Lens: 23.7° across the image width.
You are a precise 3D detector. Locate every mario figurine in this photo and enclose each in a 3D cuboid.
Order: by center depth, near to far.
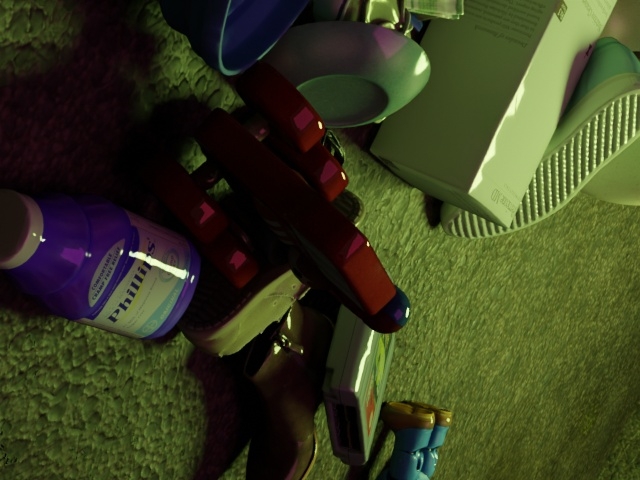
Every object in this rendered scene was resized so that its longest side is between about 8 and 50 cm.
[{"bbox_3d":[0.090,0.398,2.300,0.198,0.170,0.320,12,91,-27],"label":"mario figurine"}]

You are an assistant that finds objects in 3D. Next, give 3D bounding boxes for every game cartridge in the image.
[{"bbox_3d":[0.053,0.154,1.963,0.294,0.060,0.196,82,17,-64],"label":"game cartridge"}]

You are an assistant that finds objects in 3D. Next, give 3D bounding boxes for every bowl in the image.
[{"bbox_3d":[-0.018,-0.334,1.363,0.391,0.077,0.391,-59,174,-10],"label":"bowl"}]

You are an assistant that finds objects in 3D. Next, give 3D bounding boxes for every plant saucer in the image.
[{"bbox_3d":[0.018,-0.160,1.588,0.195,0.195,0.037,54,31,-60],"label":"plant saucer"}]

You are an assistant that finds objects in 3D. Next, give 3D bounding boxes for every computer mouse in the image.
[{"bbox_3d":[-0.022,-0.101,1.723,0.242,0.041,0.071,7,104,-63],"label":"computer mouse"}]

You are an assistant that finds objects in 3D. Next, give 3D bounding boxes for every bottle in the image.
[{"bbox_3d":[-0.216,0.016,1.405,0.118,0.092,0.283,-64,154,-1],"label":"bottle"}]

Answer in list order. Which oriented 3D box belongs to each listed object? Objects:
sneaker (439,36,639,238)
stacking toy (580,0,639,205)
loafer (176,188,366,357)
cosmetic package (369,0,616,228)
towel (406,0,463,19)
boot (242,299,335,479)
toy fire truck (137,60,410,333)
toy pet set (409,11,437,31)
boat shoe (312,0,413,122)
[{"bbox_3d":[0.307,-0.142,2.125,0.366,0.150,0.135,-37,135,26],"label":"sneaker"},{"bbox_3d":[0.497,-0.285,2.338,0.480,0.351,0.350,-55,159,-64],"label":"stacking toy"},{"bbox_3d":[-0.058,0.033,1.712,0.268,0.102,0.092,-37,152,-24],"label":"loafer"},{"bbox_3d":[0.234,-0.231,1.958,0.385,0.156,0.217,-67,155,-1],"label":"cosmetic package"},{"bbox_3d":[0.101,-0.313,1.718,0.152,0.023,0.113,2,91,-36],"label":"towel"},{"bbox_3d":[-0.060,0.191,1.846,0.248,0.090,0.207,-69,155,-13],"label":"boot"},{"bbox_3d":[-0.022,-0.012,1.508,0.169,0.254,0.302,-43,155,-6],"label":"toy fire truck"},{"bbox_3d":[0.096,-0.310,1.775,0.114,0.065,0.122,39,71,-27],"label":"toy pet set"},{"bbox_3d":[0.053,-0.230,1.609,0.109,0.094,0.302,-57,170,-22],"label":"boat shoe"}]
